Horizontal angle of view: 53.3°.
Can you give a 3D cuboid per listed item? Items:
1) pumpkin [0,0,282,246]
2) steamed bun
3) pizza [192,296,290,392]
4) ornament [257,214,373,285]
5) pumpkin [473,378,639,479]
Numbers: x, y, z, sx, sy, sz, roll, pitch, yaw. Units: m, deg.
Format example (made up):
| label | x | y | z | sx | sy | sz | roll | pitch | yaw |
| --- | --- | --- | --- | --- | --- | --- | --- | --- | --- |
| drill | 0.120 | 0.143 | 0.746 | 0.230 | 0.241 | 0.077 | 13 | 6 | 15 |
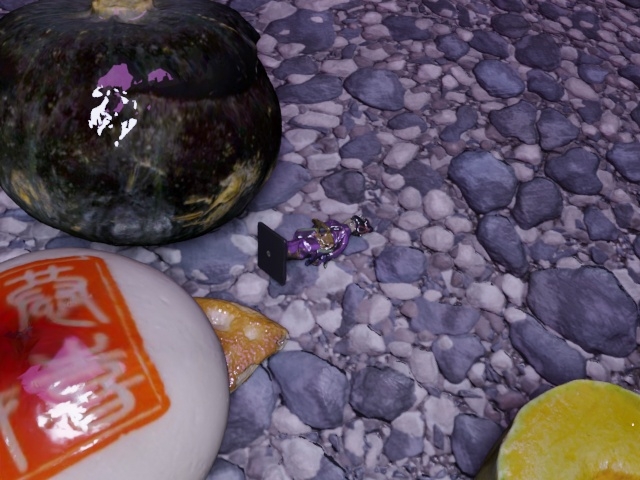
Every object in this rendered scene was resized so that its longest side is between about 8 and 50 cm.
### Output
| label | x | y | z | sx | sy | sz | roll | pitch | yaw |
| --- | --- | --- | --- | --- | --- | --- | --- | --- | --- |
| pumpkin | -0.276 | -0.187 | 0.952 | 0.453 | 0.344 | 0.455 | 3 | 38 | -3 |
| steamed bun | -0.288 | 0.165 | 0.706 | 0.374 | 0.241 | 0.375 | 3 | 57 | -5 |
| pizza | -0.135 | 0.155 | 0.905 | 0.181 | 0.063 | 0.161 | 7 | 46 | -10 |
| ornament | -0.007 | -0.003 | 1.036 | 0.203 | 0.088 | 0.081 | -21 | 35 | -37 |
| pumpkin | 0.318 | 0.355 | 0.760 | 0.332 | 0.199 | 0.333 | 7 | 58 | -12 |
